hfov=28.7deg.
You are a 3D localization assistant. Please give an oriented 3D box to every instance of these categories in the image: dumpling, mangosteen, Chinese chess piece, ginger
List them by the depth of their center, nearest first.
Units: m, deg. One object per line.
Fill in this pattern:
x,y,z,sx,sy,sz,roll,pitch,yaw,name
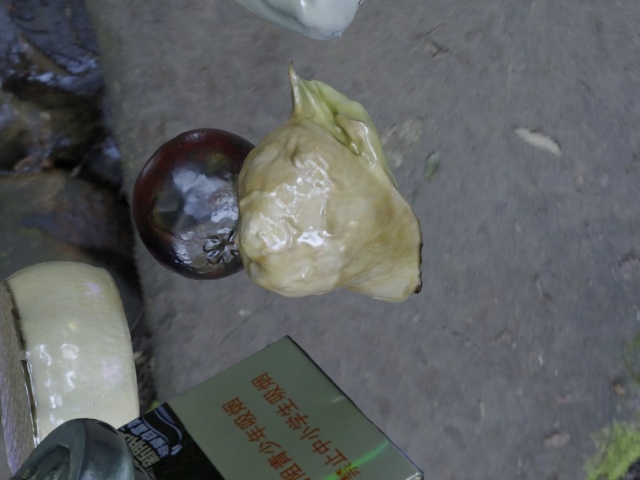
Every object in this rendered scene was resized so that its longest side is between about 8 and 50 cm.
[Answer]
0.002,0.001,0.814,0.115,0.193,0.122,28,66,35,ginger
-0.019,-0.209,0.929,0.199,0.136,0.118,4,118,2,dumpling
-0.111,-0.040,1.207,0.153,0.152,0.152,2,103,9,mangosteen
-0.272,0.156,1.312,0.112,0.270,0.270,-5,104,-22,Chinese chess piece

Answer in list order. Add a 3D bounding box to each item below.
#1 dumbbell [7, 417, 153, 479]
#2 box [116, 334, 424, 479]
-0.051,0.251,0.720,0.406,0.179,0.179,34,107,-20,dumbbell
-0.096,0.212,0.895,0.310,0.198,0.084,-27,129,-19,box
